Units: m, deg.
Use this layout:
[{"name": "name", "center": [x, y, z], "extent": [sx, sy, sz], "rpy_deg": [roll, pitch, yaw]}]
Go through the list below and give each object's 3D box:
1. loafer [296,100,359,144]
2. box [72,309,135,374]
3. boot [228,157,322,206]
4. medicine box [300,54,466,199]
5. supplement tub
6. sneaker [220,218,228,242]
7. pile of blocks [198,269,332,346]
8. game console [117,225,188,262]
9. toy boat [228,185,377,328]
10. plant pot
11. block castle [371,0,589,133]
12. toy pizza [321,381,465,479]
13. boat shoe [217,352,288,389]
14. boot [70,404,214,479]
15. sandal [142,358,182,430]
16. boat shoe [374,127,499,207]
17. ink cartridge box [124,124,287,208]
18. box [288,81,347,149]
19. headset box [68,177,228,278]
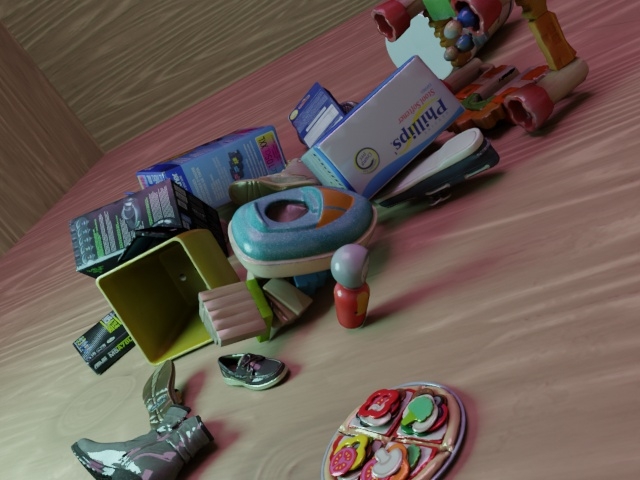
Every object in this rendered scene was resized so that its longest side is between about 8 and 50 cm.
[{"name": "loafer", "center": [0.035, -0.321, 2.073], "extent": [0.251, 0.094, 0.087], "rpy_deg": [-8, 3, 44]}, {"name": "box", "center": [-0.471, 0.212, 1.729], "extent": [0.184, 0.045, 0.191], "rpy_deg": [-43, 24, -16]}, {"name": "boot", "center": [-0.095, -0.135, 1.741], "extent": [0.213, 0.077, 0.165], "rpy_deg": [-1, 27, 8]}, {"name": "medicine box", "center": [0.113, -0.209, 1.510], "extent": [0.263, 0.149, 0.289], "rpy_deg": [-43, 5, -4]}, {"name": "supplement tub", "center": [0.337, -0.581, 1.958], "extent": [0.235, 0.235, 0.325], "rpy_deg": [-5, 36, 50]}, {"name": "sneaker", "center": [-0.322, -0.003, 1.886], "extent": [0.189, 0.066, 0.071], "rpy_deg": [-17, 48, 7]}, {"name": "pile of blocks", "center": [-0.068, 0.091, 1.375], "extent": [0.149, 0.112, 0.362], "rpy_deg": [38, 55, 20]}, {"name": "game console", "center": [-0.335, 0.010, 1.513], "extent": [0.107, 0.071, 0.122], "rpy_deg": [5, 7, 9]}, {"name": "toy boat", "center": [0.000, 0.000, 1.257], "extent": [0.268, 0.148, 0.318], "rpy_deg": [-16, 41, -18]}, {"name": "plant pot", "center": [-0.280, 0.091, 1.521], "extent": [0.212, 0.212, 0.187], "rpy_deg": [-26, 13, 20]}, {"name": "block castle", "center": [0.292, -0.378, 1.528], "extent": [0.213, 0.303, 0.453], "rpy_deg": [-38, 22, -7]}, {"name": "toy pizza", "center": [0.082, 0.243, 0.922], "extent": [0.201, 0.032, 0.201], "rpy_deg": [-29, 23, 13]}, {"name": "boat shoe", "center": [-0.118, 0.212, 1.236], "extent": [0.152, 0.049, 0.056], "rpy_deg": [-12, 31, 42]}, {"name": "boot", "center": [-0.279, 0.329, 1.196], "extent": [0.247, 0.083, 0.161], "rpy_deg": [7, 44, 46]}, {"name": "sandal", "center": [-0.268, 0.284, 1.312], "extent": [0.072, 0.049, 0.180], "rpy_deg": [-38, 37, 7]}, {"name": "boat shoe", "center": [0.212, -0.118, 1.397], "extent": [0.255, 0.079, 0.095], "rpy_deg": [-32, 25, 31]}, {"name": "ink cartridge box", "center": [-0.320, -0.170, 2.027], "extent": [0.396, 0.151, 0.270], "rpy_deg": [-29, 17, -24]}, {"name": "box", "center": [0.000, -0.315, 1.991], "extent": [0.136, 0.037, 0.225], "rpy_deg": [-49, 44, 18]}, {"name": "headset box", "center": [-0.397, 0.001, 1.722], "extent": [0.283, 0.246, 0.131], "rpy_deg": [-21, 69, 11]}]
